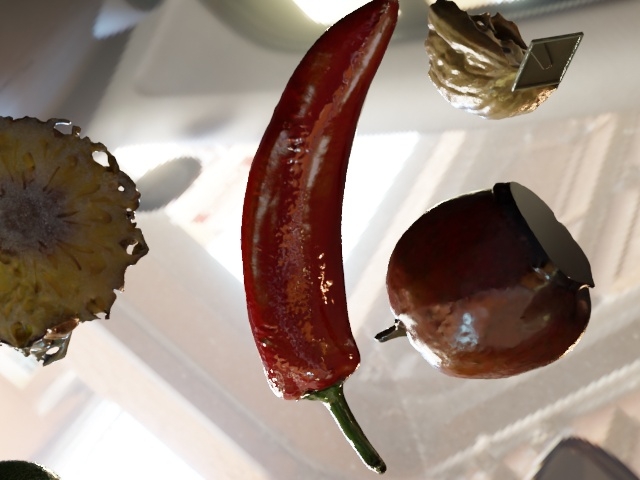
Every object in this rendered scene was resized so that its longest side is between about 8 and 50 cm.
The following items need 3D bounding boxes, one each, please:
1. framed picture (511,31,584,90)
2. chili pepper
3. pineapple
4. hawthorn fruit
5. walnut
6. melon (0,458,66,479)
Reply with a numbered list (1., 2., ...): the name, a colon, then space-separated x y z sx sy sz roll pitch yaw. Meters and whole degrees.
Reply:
1. framed picture: 0.258 -0.204 1.373 0.066 0.007 0.089 -11 152 -14
2. chili pepper: -0.005 -0.006 0.927 0.091 0.369 0.137 -15 -160 -43
3. pineapple: -0.315 0.037 1.227 0.262 0.262 0.272 -51 175 -25
4. hawthorn fruit: 0.173 0.059 1.327 0.249 0.215 0.215 -28 -170 3
5. walnut: 0.245 -0.249 1.773 0.141 0.204 0.238 -53 155 21
6. melon: -0.414 0.381 1.587 0.287 0.182 0.182 -35 -165 47
